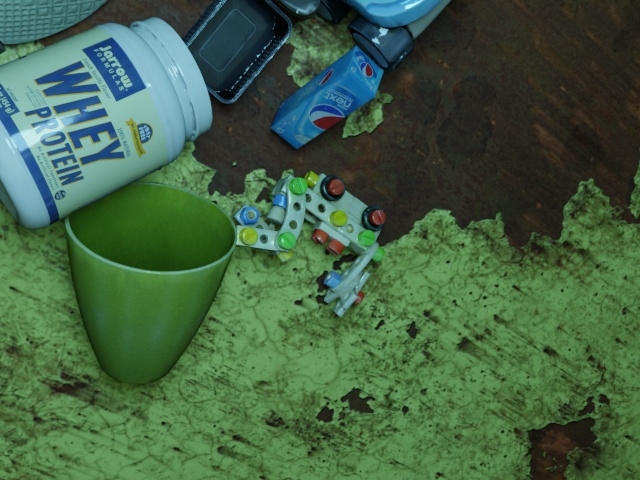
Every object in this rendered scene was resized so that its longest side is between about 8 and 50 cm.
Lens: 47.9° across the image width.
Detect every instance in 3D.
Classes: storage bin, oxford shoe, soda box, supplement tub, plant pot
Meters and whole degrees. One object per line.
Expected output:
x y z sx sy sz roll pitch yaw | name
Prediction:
-0.151 -0.337 1.221 0.122 0.084 0.180 39 92 -25 | storage bin
-0.359 -0.471 1.094 0.449 0.169 0.130 -40 74 7 | oxford shoe
-0.088 -0.435 1.166 0.076 0.076 0.212 -42 93 -1 | oxford shoe
0.008 -0.242 1.242 0.067 0.210 0.071 36 50 -24 | soda box
-0.354 -0.186 1.097 0.324 0.235 0.235 -32 115 -23 | supplement tub
-0.303 0.092 1.240 0.274 0.275 0.294 4 123 -19 | plant pot

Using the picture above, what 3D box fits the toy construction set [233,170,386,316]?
0.000 0.000 1.345 0.327 0.151 0.215 41 67 -32 | toy construction set

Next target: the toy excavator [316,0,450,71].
0.010 -0.530 1.076 0.222 0.433 0.445 -46 157 1 | toy excavator

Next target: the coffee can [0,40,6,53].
-0.583 -0.247 0.917 0.275 0.201 0.201 -40 115 -8 | coffee can
